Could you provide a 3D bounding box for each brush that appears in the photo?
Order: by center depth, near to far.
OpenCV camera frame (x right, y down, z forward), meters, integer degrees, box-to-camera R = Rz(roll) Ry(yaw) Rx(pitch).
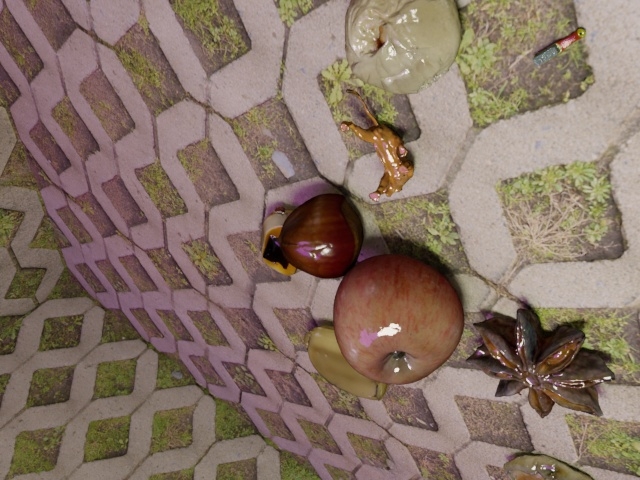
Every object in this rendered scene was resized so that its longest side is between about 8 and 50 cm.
[{"bbox_3d":[0.369,-0.299,0.805,0.018,0.021,0.083,54,143,-9],"label":"brush"}]

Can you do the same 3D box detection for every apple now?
[{"bbox_3d":[0.180,0.200,1.245,0.345,0.269,0.344,15,141,13],"label":"apple"}]

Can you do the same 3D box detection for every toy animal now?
[{"bbox_3d":[0.128,-0.206,1.086,0.114,0.116,0.255,-16,111,25],"label":"toy animal"}]

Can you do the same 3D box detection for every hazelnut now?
[{"bbox_3d":[0.000,0.000,1.301,0.230,0.229,0.229,26,141,23],"label":"hazelnut"}]

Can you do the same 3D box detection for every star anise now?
[{"bbox_3d":[0.493,0.279,1.189,0.332,0.117,0.331,19,130,25],"label":"star anise"}]

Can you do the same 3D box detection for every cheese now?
[{"bbox_3d":[0.081,0.383,1.689,0.316,0.128,0.259,17,129,24],"label":"cheese"}]

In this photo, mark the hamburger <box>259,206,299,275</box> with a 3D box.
[{"bbox_3d":[-0.092,0.002,1.484,0.173,0.116,0.210,27,137,11],"label":"hamburger"}]

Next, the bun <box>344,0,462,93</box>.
[{"bbox_3d":[0.128,-0.351,0.888,0.220,0.134,0.220,26,137,27],"label":"bun"}]

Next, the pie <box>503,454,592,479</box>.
[{"bbox_3d":[0.691,0.751,1.507,0.338,0.075,0.337,21,136,22],"label":"pie"}]
